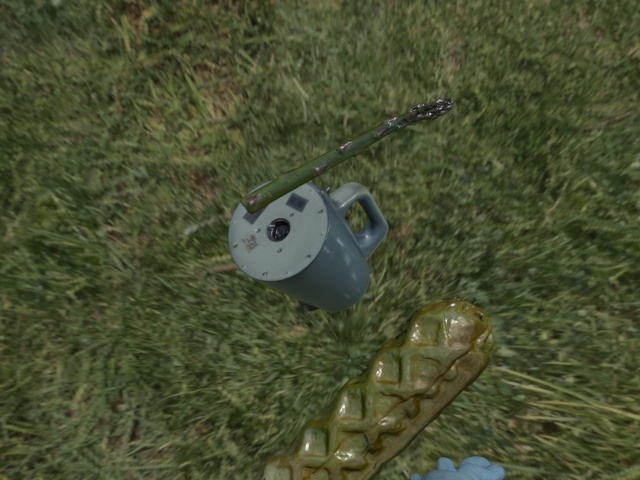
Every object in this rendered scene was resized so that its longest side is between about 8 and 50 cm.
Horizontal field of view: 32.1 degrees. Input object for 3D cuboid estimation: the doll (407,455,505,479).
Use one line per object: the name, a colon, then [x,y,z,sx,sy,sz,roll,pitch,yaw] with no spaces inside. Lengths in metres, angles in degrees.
doll: [0.210,0.369,1.640,0.120,0.180,0.075,17,97,30]

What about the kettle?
kettle: [0.000,0.000,1.692,0.160,0.243,0.210,36,89,30]

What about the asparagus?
asparagus: [0.028,-0.093,1.169,0.248,0.024,0.025,-27,106,2]

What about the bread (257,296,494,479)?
bread: [0.058,0.160,1.049,0.098,0.087,0.269,39,100,-26]
